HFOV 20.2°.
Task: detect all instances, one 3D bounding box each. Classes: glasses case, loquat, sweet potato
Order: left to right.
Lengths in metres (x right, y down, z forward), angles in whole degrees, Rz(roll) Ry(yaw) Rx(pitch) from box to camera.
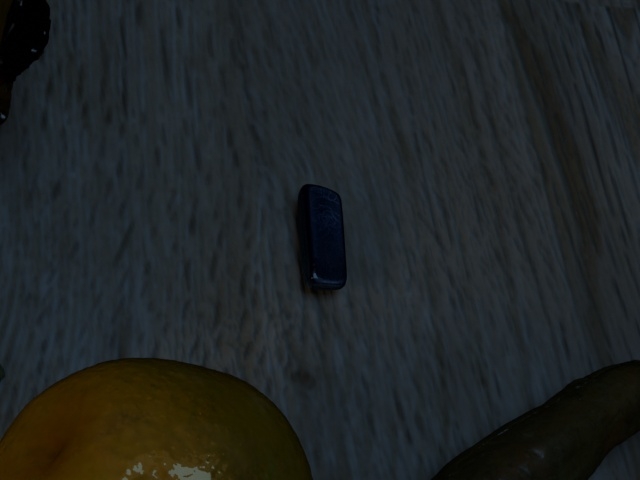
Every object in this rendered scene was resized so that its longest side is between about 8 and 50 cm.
[{"bbox_3d":[-0.100,0.170,1.048,0.208,0.208,0.208,12,57,-19],"label":"loquat"},{"bbox_3d":[0.000,0.000,1.309,0.033,0.023,0.083,13,58,-29],"label":"glasses case"},{"bbox_3d":[0.167,0.145,1.274,0.273,0.075,0.075,-31,78,-37],"label":"sweet potato"}]

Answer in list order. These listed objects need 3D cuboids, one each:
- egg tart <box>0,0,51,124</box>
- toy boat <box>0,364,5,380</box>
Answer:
[{"bbox_3d":[-0.259,-0.158,1.171,0.170,0.215,0.215,14,56,-7],"label":"egg tart"},{"bbox_3d":[-0.317,0.002,1.134,0.293,0.055,0.093,47,52,7],"label":"toy boat"}]
